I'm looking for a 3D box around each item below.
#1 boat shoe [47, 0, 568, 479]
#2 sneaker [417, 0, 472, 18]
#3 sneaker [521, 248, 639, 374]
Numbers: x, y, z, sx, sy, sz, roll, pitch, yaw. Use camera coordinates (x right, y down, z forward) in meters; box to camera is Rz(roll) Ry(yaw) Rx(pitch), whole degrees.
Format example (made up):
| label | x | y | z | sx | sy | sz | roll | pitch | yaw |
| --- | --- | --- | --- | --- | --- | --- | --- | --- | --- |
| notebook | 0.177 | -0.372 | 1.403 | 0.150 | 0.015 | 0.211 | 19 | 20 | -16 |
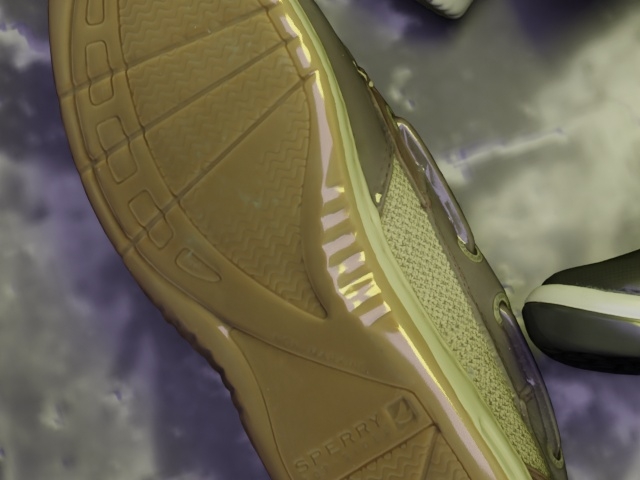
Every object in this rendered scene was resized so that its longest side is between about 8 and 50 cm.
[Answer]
| label | x | y | z | sx | sy | sz | roll | pitch | yaw |
| --- | --- | --- | --- | --- | --- | --- | --- | --- | --- |
| boat shoe | 0.000 | 0.000 | 0.687 | 0.103 | 0.092 | 0.285 | -32 | 85 | 25 |
| sneaker | 0.013 | -0.158 | 0.717 | 0.152 | 0.058 | 0.084 | 36 | 94 | 3 |
| sneaker | 0.180 | -0.011 | 0.684 | 0.235 | 0.084 | 0.097 | -9 | 82 | -6 |
